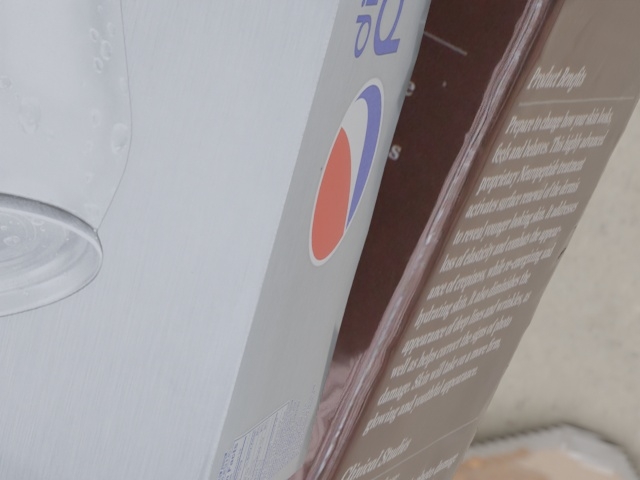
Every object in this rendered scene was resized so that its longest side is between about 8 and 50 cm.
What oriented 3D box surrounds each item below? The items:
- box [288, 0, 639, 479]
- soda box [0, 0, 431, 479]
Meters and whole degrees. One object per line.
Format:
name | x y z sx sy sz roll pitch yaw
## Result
box | 0.000 0.000 0.659 0.143 0.191 0.381 31 105 17
soda box | -0.025 -0.077 0.440 0.098 0.091 0.286 19 103 13
